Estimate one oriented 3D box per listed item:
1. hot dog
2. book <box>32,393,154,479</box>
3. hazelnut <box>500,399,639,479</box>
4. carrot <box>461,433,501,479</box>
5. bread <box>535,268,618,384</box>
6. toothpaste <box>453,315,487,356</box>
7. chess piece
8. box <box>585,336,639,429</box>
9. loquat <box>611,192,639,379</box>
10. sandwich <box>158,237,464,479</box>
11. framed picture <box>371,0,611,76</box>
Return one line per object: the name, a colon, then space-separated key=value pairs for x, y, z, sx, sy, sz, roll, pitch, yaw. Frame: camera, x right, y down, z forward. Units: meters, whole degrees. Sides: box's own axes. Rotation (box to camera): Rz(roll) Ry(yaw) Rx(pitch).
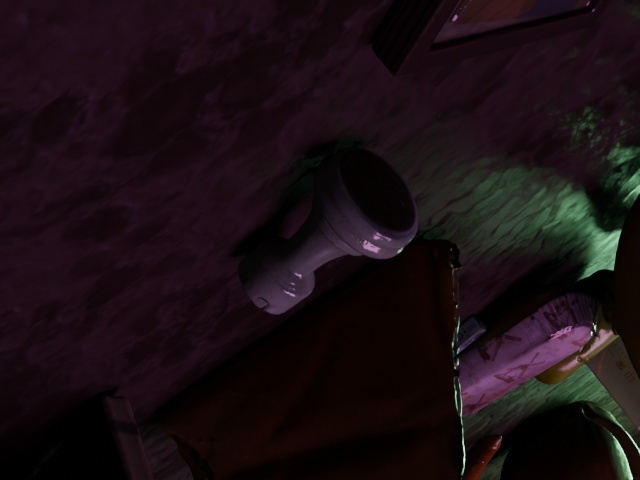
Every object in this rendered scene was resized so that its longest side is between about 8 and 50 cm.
hot dog: x=0.176 y=0.106 z=1.319 sx=0.191 sy=0.059 sz=0.108 roll=-37 pitch=145 yaw=23
book: x=-0.134 y=0.257 z=0.847 sx=0.025 sy=0.269 sz=0.191 roll=9 pitch=134 yaw=-40
hazelnut: x=0.365 y=0.332 z=1.993 sx=0.217 sy=0.217 sz=0.251 roll=-46 pitch=168 yaw=24
carrot: x=0.202 y=0.308 z=1.882 sx=0.037 sy=0.037 sz=0.190 roll=-21 pitch=151 yaw=-38
bread: x=0.261 y=0.083 z=1.399 sx=0.139 sy=0.071 sz=0.130 roll=-46 pitch=166 yaw=35
toothpaste: x=0.115 y=0.101 z=1.280 sx=0.083 sy=0.017 sz=0.020 roll=-40 pitch=160 yaw=12
chess piece: x=0.000 y=0.000 z=0.794 sx=0.103 sy=0.067 sz=0.067 roll=-40 pitch=162 yaw=34
box: x=0.351 y=0.139 z=1.569 sx=0.067 sy=0.149 sz=0.233 roll=-38 pitch=161 yaw=12
loquat: x=0.401 y=0.035 z=1.230 sx=0.328 sy=0.359 sz=0.329 roll=-10 pitch=107 yaw=-33
sandwich: x=-0.005 y=0.115 z=0.968 sx=0.212 sy=0.245 sz=0.063 roll=0 pitch=162 yaw=1
framed picture: x=0.116 y=-0.147 z=0.704 sx=0.168 sy=0.023 sz=0.128 roll=-19 pitch=154 yaw=-41
